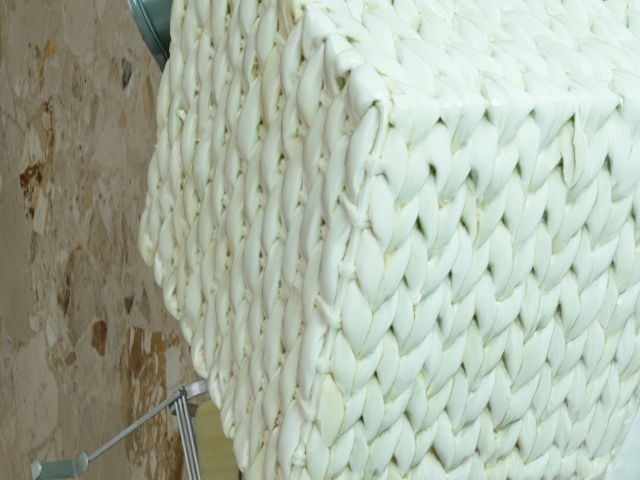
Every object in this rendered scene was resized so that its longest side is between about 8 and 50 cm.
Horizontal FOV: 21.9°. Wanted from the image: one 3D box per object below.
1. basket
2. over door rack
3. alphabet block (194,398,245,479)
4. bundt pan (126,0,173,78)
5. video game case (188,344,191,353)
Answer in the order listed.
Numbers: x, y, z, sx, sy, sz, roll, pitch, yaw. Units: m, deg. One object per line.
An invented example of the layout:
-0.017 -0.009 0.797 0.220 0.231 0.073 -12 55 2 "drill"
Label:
0.064 -0.037 1.030 0.328 0.266 0.331 -121 35 -46 "basket"
-0.168 0.301 1.756 0.324 0.108 0.239 -30 64 41 "over door rack"
0.030 0.197 1.223 0.197 0.192 0.193 157 107 -64 "alphabet block"
-0.067 -0.223 1.353 0.331 0.124 0.330 -19 -90 -81 "bundt pan"
-0.108 -0.041 1.660 0.274 0.026 0.196 108 158 -51 "video game case"
